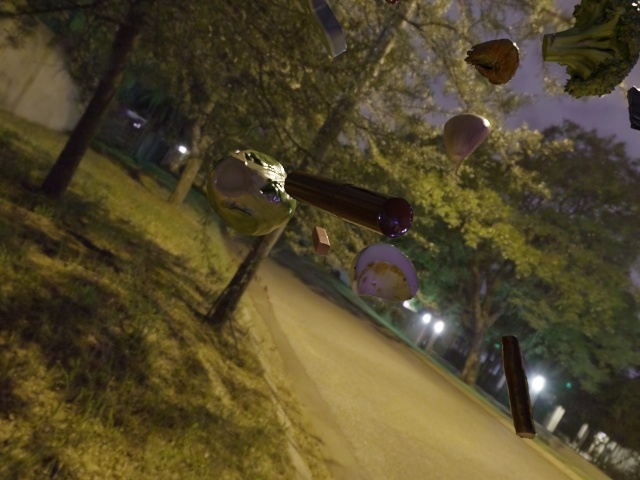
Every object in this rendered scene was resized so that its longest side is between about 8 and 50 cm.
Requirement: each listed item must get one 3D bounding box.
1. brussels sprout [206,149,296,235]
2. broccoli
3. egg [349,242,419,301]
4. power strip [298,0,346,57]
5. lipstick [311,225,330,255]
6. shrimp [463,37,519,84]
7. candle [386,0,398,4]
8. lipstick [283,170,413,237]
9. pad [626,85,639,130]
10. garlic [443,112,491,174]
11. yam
[{"bbox_3d":[-0.187,-0.129,1.296,0.220,0.210,0.271,62,4,14],"label":"brussels sprout"},{"bbox_3d":[0.780,-0.551,1.430,0.259,0.288,0.235,-16,-34,32],"label":"broccoli"},{"bbox_3d":[0.217,0.128,1.906,0.270,0.207,0.162,12,-23,-19],"label":"egg"},{"bbox_3d":[-0.016,-0.678,1.446,0.265,0.059,0.193,62,3,13],"label":"power strip"},{"bbox_3d":[0.000,0.000,1.767,0.045,0.045,0.145,17,21,-15],"label":"lipstick"},{"bbox_3d":[0.602,-0.637,1.790,0.062,0.154,0.294,-12,24,-14],"label":"shrimp"},{"bbox_3d":[0.360,-0.970,1.807,0.048,0.051,0.329,33,-33,-22],"label":"candle"},{"bbox_3d":[0.024,-0.066,0.781,0.057,0.057,0.356,30,0,-27],"label":"lipstick"},{"bbox_3d":[1.002,-0.368,1.496,0.174,0.233,0.022,22,-39,5],"label":"pad"},{"bbox_3d":[0.464,-0.322,1.614,0.145,0.164,0.245,12,29,21],"label":"garlic"},{"bbox_3d":[0.469,0.341,1.191,0.056,0.241,0.057,1,-32,0],"label":"yam"}]
